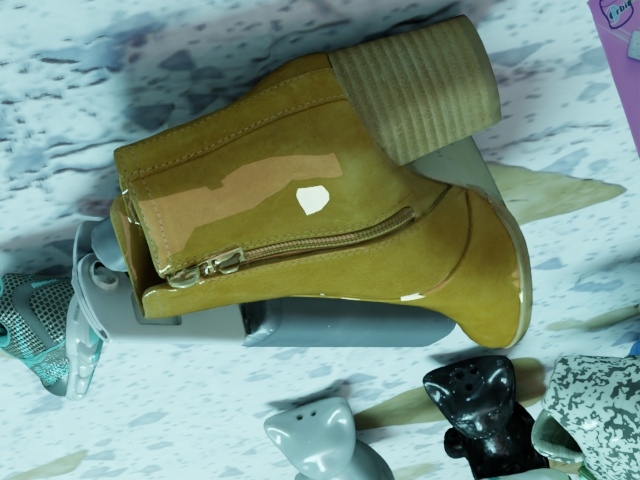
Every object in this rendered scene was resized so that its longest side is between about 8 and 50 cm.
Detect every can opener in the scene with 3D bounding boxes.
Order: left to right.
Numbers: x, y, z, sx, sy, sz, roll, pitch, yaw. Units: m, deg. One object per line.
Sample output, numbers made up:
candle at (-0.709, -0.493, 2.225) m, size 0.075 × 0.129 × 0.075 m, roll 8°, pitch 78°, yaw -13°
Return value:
can opener at (-0.019, 0.020, 1.159) m, size 0.283 × 0.076 × 0.095 m, roll 3°, pitch 154°, yaw -39°

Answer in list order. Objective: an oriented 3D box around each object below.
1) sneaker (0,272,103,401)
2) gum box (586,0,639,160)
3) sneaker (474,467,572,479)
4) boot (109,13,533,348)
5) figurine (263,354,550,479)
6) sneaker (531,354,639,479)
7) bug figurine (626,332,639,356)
sneaker at (-0.169, 0.052, 1.185) m, size 0.076 × 0.065 × 0.166 m, roll 15°, pitch 159°, yaw -6°
gum box at (0.227, -0.114, 0.937) m, size 0.062 × 0.107 × 0.188 m, roll 4°, pitch 152°, yaw -40°
sneaker at (0.122, 0.219, 1.550) m, size 0.161 × 0.057 × 0.075 m, roll -20°, pitch 152°, yaw 18°
boot at (0.000, 0.000, 1.067) m, size 0.211 × 0.104 × 0.295 m, roll -22°, pitch 146°, yaw -3°
figurine at (0.069, 0.163, 1.576) m, size 0.215 × 0.092 × 0.209 m, roll -16°, pitch 151°, yaw 5°
sneaker at (0.262, 0.162, 1.515) m, size 0.182 × 0.158 × 0.410 m, roll 16°, pitch 161°, yaw 19°
bug figurine at (0.347, 0.114, 1.623) m, size 0.279 × 0.072 × 0.216 m, roll -1°, pitch 149°, yaw -18°
